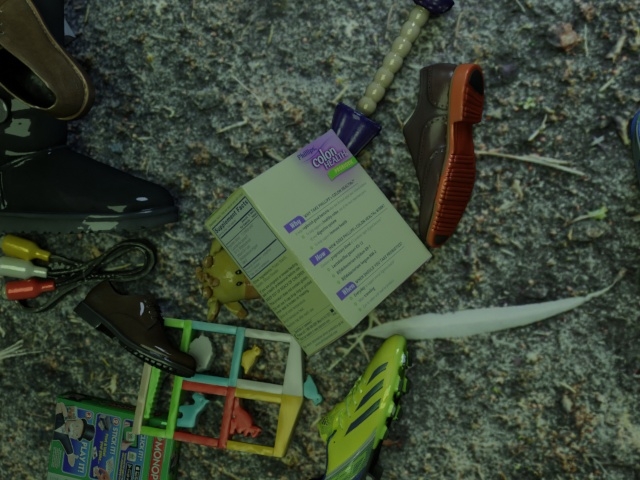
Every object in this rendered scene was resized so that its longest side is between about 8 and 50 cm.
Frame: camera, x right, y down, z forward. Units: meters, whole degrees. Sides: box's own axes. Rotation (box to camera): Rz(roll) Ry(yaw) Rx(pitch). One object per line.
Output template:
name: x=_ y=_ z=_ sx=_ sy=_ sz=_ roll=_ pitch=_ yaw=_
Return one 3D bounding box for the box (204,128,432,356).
box: x=0.000 y=0.000 z=1.317 sx=0.243 sy=0.213 sz=0.117 roll=52 pitch=137 yaw=0

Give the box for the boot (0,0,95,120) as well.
boot: x=-0.454 y=-0.293 z=1.303 sx=0.305 sy=0.115 sz=0.112 roll=44 pitch=104 yaw=5

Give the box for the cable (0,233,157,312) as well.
cable: x=-0.410 y=0.059 z=1.504 sx=0.287 sy=0.072 sz=0.140 roll=2 pitch=99 yaw=12

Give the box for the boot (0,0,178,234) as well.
boot: x=-0.408 y=-0.236 z=1.433 sx=0.366 sy=0.146 sz=0.445 roll=0 pitch=95 yaw=7

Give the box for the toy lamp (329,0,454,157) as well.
toy lamp: x=0.097 y=-0.249 z=1.371 sx=0.080 sy=0.080 sz=0.275 roll=32 pitch=97 yaw=9

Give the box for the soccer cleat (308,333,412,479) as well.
soccer cleat: x=0.055 y=0.273 z=1.406 sx=0.121 sy=0.093 sz=0.289 roll=20 pitch=97 yaw=17

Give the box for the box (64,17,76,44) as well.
box: x=-0.517 y=-0.346 z=1.519 sx=0.186 sy=0.038 sz=0.145 roll=-32 pitch=88 yaw=14

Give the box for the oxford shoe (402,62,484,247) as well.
oxford shoe: x=0.172 y=-0.126 z=1.365 sx=0.098 sy=0.097 sz=0.272 roll=11 pitch=92 yaw=32

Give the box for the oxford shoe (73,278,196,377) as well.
oxford shoe: x=-0.276 y=0.133 z=1.443 sx=0.227 sy=0.083 sz=0.096 roll=33 pitch=78 yaw=15

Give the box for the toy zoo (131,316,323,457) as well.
toy zoo: x=-0.140 y=0.230 z=1.451 sx=0.293 sy=0.030 sz=0.192 roll=7 pitch=79 yaw=12

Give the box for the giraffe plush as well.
giraffe plush: x=-0.113 y=0.038 z=1.385 sx=0.210 sy=0.170 sz=0.181 roll=-23 pitch=89 yaw=13

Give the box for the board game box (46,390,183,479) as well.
board game box: x=-0.351 y=0.428 z=1.528 sx=0.213 sy=0.046 sz=0.317 roll=10 pitch=95 yaw=11

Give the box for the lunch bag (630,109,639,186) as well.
lunch bag: x=0.588 y=-0.119 z=1.252 sx=0.303 sy=0.115 sz=0.243 roll=-13 pitch=88 yaw=14
